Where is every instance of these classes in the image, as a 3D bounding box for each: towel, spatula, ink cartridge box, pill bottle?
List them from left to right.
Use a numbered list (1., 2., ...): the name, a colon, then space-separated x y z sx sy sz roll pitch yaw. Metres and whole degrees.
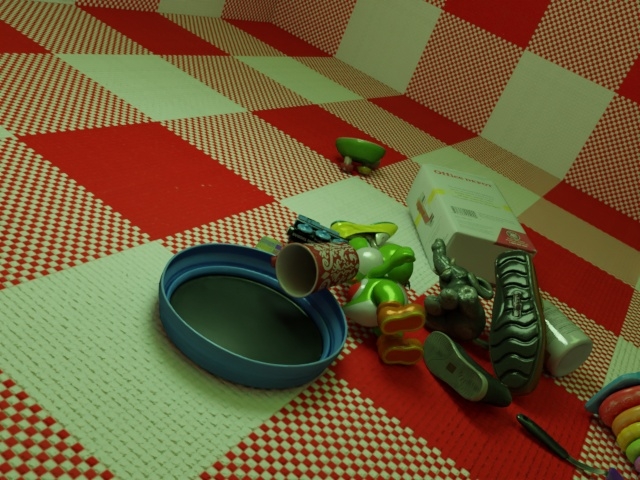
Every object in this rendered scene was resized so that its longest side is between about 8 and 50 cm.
1. towel: -0.129 0.016 1.638 0.060 0.009 0.083 23 25 0
2. ink cartridge box: 0.454 -0.053 2.029 0.279 0.160 0.384 12 35 -16
3. pill bottle: 0.573 0.228 1.680 0.131 0.131 0.229 4 33 -35
4. spatula: 0.531 0.454 1.339 0.296 0.030 0.084 34 30 19

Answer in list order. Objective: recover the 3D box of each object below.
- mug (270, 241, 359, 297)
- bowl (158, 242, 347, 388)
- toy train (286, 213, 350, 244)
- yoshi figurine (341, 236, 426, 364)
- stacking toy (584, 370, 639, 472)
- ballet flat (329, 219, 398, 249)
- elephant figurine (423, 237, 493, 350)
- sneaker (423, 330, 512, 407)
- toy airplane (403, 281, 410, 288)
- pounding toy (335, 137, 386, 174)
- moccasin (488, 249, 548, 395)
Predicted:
1. mug: -0.011 0.044 1.402 0.150 0.113 0.169 41 27 27
2. bowl: -0.138 0.145 1.315 0.391 0.077 0.391 19 26 -10
3. toy train: 0.000 0.000 1.700 0.184 0.080 0.105 23 20 -1
4. yoshi figurine: 0.169 0.109 1.517 0.203 0.203 0.362 37 18 -32
5. stacking toy: 0.718 0.450 1.405 0.175 0.165 0.301 17 42 -16
6. ballet flat: 0.129 -0.010 1.844 0.231 0.077 0.077 3 54 -31
7. elephant figurine: 0.352 0.128 1.642 0.169 0.186 0.239 4 29 17
8. sneaker: 0.318 0.292 1.439 0.118 0.083 0.222 29 12 -34
9. toy airplane: 0.187 0.078 1.721 0.151 0.028 0.151 35 35 -30
10. pounding toy: 0.133 -0.287 2.345 0.183 0.110 0.237 13 -3 3
11. moccasin: 0.478 0.205 1.581 0.147 0.139 0.380 55 29 -40
